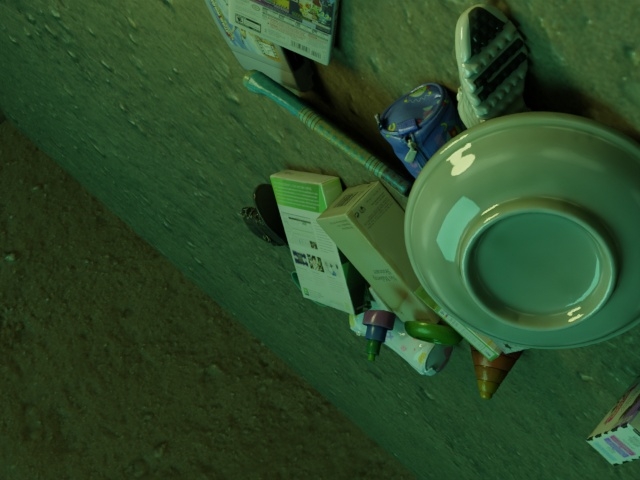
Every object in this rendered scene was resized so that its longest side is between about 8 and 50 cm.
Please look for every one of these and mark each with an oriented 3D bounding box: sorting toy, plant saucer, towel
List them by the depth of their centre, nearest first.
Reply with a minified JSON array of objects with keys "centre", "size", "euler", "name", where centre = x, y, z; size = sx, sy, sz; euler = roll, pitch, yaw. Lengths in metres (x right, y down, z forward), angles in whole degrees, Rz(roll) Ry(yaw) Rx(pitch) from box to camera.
[{"centre":[0.309,0.017,1.354],"size":[0.400,0.100,0.401],"euler":[8,124,12],"name":"plant saucer"},{"centre":[0.043,-0.178,1.760],"size":[0.370,0.040,0.271],"euler":[38,-172,17],"name":"towel"},{"centre":[0.250,0.245,2.007],"size":[0.365,0.126,0.127],"euler":[16,169,-17],"name":"sorting toy"}]

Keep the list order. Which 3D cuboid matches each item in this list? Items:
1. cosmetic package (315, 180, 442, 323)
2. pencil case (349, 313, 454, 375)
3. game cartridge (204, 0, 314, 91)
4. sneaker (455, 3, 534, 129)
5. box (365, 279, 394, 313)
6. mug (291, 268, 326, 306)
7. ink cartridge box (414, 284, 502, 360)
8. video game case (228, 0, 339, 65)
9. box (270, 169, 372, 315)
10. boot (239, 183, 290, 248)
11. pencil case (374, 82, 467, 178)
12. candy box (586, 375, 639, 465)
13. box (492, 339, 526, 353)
[{"centre":[0.150,0.029,2.036],"size":[0.309,0.113,0.160],"euler":[50,160,-13],"name":"cosmetic package"},{"centre":[0.195,0.220,2.330],"size":[0.273,0.124,0.113],"euler":[29,156,37],"name":"pencil case"},{"centre":[-0.130,-0.415,1.774],"size":[0.198,0.062,0.297],"euler":[23,152,38],"name":"game cartridge"},{"centre":[0.236,-0.212,1.369],"size":[0.118,0.110,0.292],"euler":[38,162,45],"name":"sneaker"},{"centre":[0.149,0.109,2.222],"size":[0.087,0.101,0.102],"euler":[51,159,-16],"name":"box"},{"centre":[-0.003,0.095,2.518],"size":[0.129,0.097,0.157],"euler":[50,161,-17],"name":"mug"},{"centre":[0.305,0.131,1.929],"size":[0.209,0.109,0.062],"euler":[42,161,9],"name":"ink cartridge box"},{"centre":[-0.065,-0.398,1.614],"size":[0.201,0.023,0.183],"euler":[26,151,11],"name":"video game case"},{"centre":[0.000,0.000,2.209],"size":[0.232,0.058,0.322],"euler":[15,126,57],"name":"box"},{"centre":[-0.145,-0.056,2.506],"size":[0.229,0.091,0.263],"euler":[18,150,52],"name":"boot"},{"centre":[0.211,-0.112,1.583],"size":[0.119,0.133,0.306],"euler":[-12,127,34],"name":"pencil case"},{"centre":[0.563,0.296,1.651],"size":[0.070,0.165,0.196],"euler":[42,161,9],"name":"candy box"},{"centre":[0.363,0.082,1.617],"size":[0.142,0.163,0.247],"euler":[45,161,0],"name":"box"}]
